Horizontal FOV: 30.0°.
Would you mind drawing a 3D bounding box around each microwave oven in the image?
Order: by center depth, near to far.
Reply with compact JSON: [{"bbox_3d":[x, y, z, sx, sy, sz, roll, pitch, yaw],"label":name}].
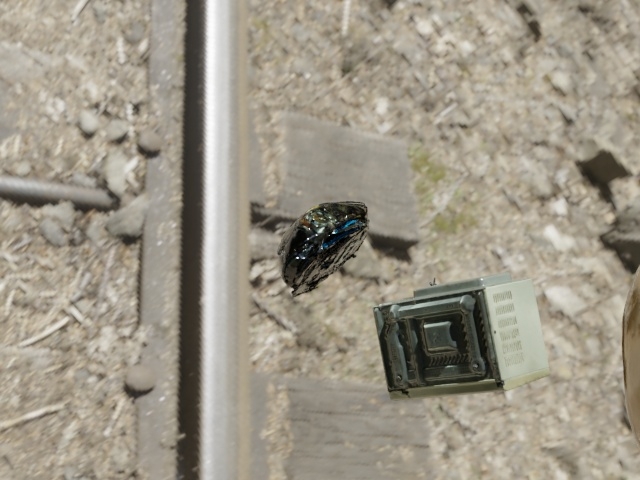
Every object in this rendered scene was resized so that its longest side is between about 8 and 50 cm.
[{"bbox_3d":[0.223,0.155,1.940,0.145,0.240,0.194,-12,89,-45],"label":"microwave oven"}]

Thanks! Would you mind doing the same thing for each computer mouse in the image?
[{"bbox_3d":[0.000,0.000,1.793,0.077,0.146,0.241,44,28,15],"label":"computer mouse"}]

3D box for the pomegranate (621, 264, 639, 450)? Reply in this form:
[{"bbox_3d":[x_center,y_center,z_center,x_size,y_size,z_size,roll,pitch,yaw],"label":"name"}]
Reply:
[{"bbox_3d":[0.454,0.098,1.020,0.411,0.411,0.412,15,61,-28],"label":"pomegranate"}]
